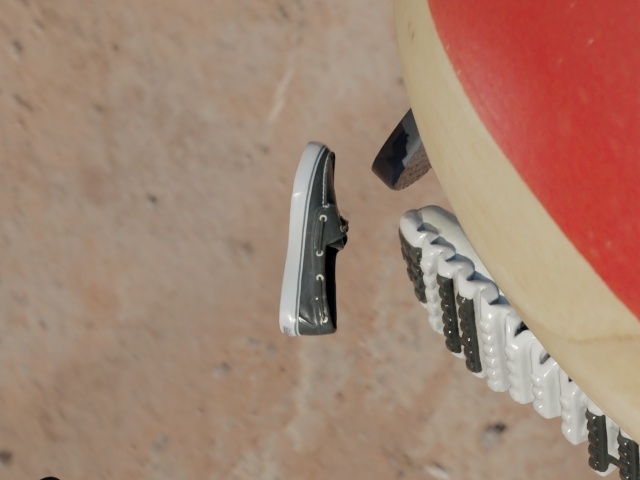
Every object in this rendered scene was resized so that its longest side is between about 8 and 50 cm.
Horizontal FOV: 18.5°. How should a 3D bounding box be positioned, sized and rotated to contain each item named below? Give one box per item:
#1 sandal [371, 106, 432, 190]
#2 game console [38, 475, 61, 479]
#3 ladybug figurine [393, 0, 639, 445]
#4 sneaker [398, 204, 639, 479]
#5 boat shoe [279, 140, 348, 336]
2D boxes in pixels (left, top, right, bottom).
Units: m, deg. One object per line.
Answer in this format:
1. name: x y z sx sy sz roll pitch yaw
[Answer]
1. sandal: 0.107 -0.142 1.496 0.097 0.054 0.254 -22 154 -55
2. game console: -0.195 0.233 1.266 0.071 0.107 0.122 -14 109 17
3. ladybug figurine: 0.195 -0.069 0.742 0.305 0.449 0.162 -7 139 -20
4. sneaker: 0.175 0.063 1.397 0.118 0.292 0.110 -40 151 -19
5. boat shoe: 0.000 0.000 1.400 0.049 0.040 0.142 38 58 -75
